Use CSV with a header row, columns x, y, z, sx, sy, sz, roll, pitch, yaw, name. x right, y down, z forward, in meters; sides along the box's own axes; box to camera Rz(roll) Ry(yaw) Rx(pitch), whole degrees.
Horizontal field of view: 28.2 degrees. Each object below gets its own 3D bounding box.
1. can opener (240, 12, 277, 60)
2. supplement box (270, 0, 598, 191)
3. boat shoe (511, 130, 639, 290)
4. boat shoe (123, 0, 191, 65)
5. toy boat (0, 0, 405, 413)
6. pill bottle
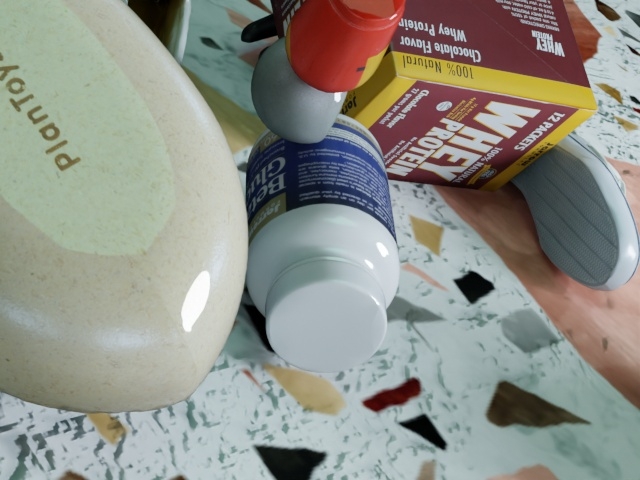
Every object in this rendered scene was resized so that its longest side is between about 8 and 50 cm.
x,y,z,sx,sy,sz,roll,pitch,yaw,name
0.003,-0.187,1.091,0.186,0.073,0.059,-21,63,-39,can opener
0.080,-0.159,0.982,0.191,0.129,0.194,5,60,-32,supplement box
0.208,-0.043,1.014,0.075,0.083,0.226,8,36,-27,boat shoe
-0.116,-0.209,0.897,0.136,0.156,0.367,54,23,-27,boat shoe
-0.095,-0.053,0.678,0.318,0.148,0.267,-27,80,-26,toy boat
0.000,0.000,0.785,0.094,0.094,0.169,18,33,-16,pill bottle
